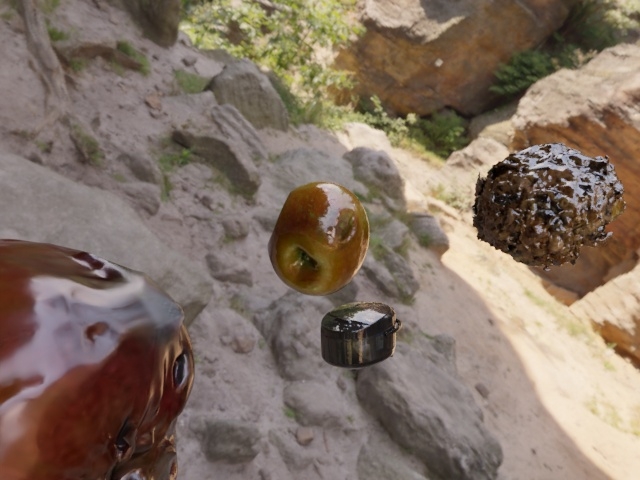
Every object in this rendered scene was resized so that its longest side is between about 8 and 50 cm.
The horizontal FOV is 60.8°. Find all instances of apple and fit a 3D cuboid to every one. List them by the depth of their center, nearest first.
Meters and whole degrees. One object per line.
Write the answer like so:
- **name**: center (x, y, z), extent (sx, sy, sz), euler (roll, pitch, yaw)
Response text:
- **apple**: center (0.000, 0.000, 0.552), extent (0.099, 0.114, 0.102), euler (27, 46, -4)

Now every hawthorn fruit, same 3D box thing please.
- **hawthorn fruit**: center (-0.266, 0.142, 0.438), extent (0.325, 0.307, 0.308), euler (16, 4, 40)

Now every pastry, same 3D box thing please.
- **pastry**: center (0.414, -0.055, 1.007), extent (0.274, 0.275, 0.192), euler (-114, -174, -45)

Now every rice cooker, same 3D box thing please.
- **rice cooker**: center (0.071, 0.168, 0.972), extent (0.112, 0.106, 0.165), euler (8, 7, 42)
